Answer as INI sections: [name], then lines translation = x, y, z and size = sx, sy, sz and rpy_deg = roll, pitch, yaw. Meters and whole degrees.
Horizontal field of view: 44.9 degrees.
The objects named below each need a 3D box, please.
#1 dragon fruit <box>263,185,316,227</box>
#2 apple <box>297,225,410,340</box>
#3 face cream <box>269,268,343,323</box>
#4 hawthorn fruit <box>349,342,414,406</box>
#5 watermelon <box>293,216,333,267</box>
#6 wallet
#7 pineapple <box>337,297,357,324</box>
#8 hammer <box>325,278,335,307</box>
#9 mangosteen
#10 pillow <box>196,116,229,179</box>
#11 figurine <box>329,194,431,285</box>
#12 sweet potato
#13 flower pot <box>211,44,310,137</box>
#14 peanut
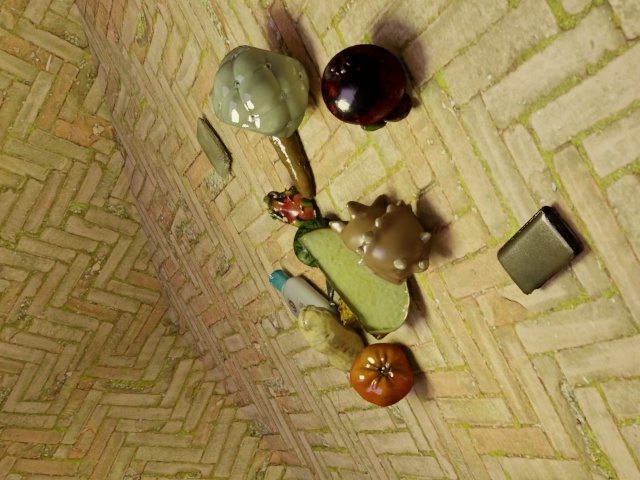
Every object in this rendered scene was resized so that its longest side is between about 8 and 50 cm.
[dragon fruit]
translation = -0.080, -0.090, 2.224
size = 0.142, 0.175, 0.138
rpy_deg = -91, 8, -46
[apple]
translation = 0.086, 0.091, 1.959
size = 0.346, 0.179, 0.254
rpy_deg = 51, 135, -7
[face cream]
translation = -0.052, 0.198, 2.483
size = 0.337, 0.080, 0.163
rpy_deg = 39, 147, 42
[hawthorn fruit]
translation = 0.165, 0.368, 2.121
size = 0.189, 0.189, 0.189
rpy_deg = 45, 151, 34
[watermelon]
translation = 0.000, 0.000, 2.102
size = 0.140, 0.141, 0.187
rpy_deg = 60, 159, 6
[wallet]
translation = 0.405, 0.022, 1.446
size = 0.110, 0.031, 0.198
rpy_deg = 55, 155, 15
[pineapple]
translation = 0.092, 0.208, 2.248
size = 0.114, 0.077, 0.114
rpy_deg = 77, -171, -53
[hammer]
translation = 0.066, 0.075, 2.150
size = 0.297, 0.027, 0.125
rpy_deg = 118, 147, -56
[mangosteen]
translation = 0.097, -0.304, 1.583
size = 0.200, 0.200, 0.199
rpy_deg = 45, 151, 34
[pillow]
translation = -0.362, -0.309, 2.611
size = 0.208, 0.053, 0.119
rpy_deg = 58, 154, 18
[figurine]
translation = 0.143, -0.017, 1.752
size = 0.247, 0.177, 0.173
rpy_deg = 59, 176, 26
[sweet potato]
translation = -0.077, -0.230, 2.111
size = 0.075, 0.075, 0.273
rpy_deg = 6, 125, 62
[flower pot]
translation = -0.143, -0.366, 1.892
size = 0.246, 0.246, 0.195
rpy_deg = 31, 109, 50
[peanut]
translation = 0.037, 0.287, 2.279
size = 0.290, 0.130, 0.130
rpy_deg = 44, 171, -38
